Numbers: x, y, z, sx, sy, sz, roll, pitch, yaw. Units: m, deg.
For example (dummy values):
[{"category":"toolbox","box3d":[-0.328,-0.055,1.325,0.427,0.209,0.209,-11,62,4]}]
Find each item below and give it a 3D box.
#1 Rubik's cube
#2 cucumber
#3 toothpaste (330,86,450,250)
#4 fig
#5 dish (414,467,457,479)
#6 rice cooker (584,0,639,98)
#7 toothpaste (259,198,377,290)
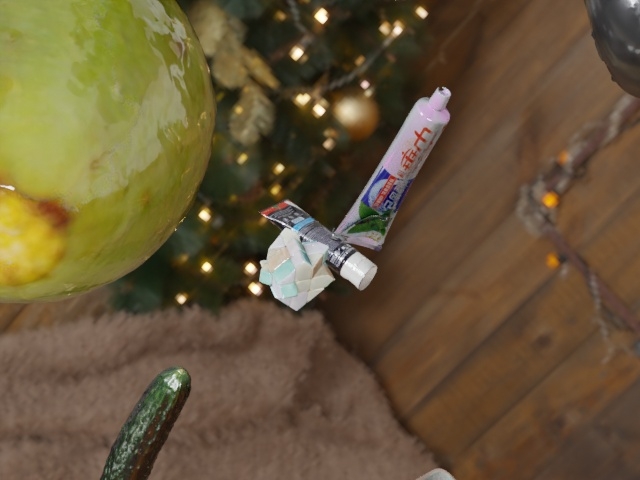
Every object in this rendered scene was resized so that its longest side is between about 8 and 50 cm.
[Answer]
[{"category":"Rubik's cube","box3d":[-0.032,0.028,1.542,0.073,0.084,0.075,34,5,-45]},{"category":"cucumber","box3d":[-0.190,0.213,1.432,0.052,0.215,0.058,1,38,-38]},{"category":"toothpaste","box3d":[0.059,-0.053,1.027,0.045,0.170,0.028,12,43,-19]},{"category":"fig","box3d":[-0.196,-0.077,0.906,0.258,0.258,0.326,37,14,-16]},{"category":"dish","box3d":[0.123,0.378,1.595,0.154,0.064,0.234,48,33,19]},{"category":"rice cooker","box3d":[0.449,-0.313,1.673,0.267,0.224,0.267,51,30,-45]},{"category":"toothpaste","box3d":[0.000,0.000,1.993,0.193,0.045,0.071,36,36,19]}]
